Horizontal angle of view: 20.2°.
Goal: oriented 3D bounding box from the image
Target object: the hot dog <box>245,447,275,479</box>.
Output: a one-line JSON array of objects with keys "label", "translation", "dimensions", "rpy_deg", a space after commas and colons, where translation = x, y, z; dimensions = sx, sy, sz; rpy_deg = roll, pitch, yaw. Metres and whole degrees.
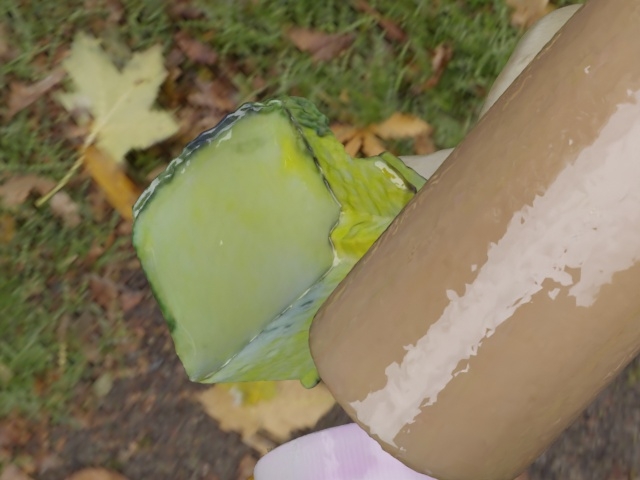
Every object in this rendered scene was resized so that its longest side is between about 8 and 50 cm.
[{"label": "hot dog", "translation": [0.017, 0.363, 1.832], "dimensions": [0.100, 0.135, 0.337], "rpy_deg": [-32, 80, 22]}]

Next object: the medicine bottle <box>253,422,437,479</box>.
[{"label": "medicine bottle", "translation": [0.064, 0.333, 1.521], "dimensions": [0.212, 0.212, 0.325], "rpy_deg": [-16, 65, 17]}]

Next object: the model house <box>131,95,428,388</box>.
[{"label": "model house", "translation": [0.000, 0.000, 1.400], "dimensions": [0.194, 0.211, 0.170], "rpy_deg": [-45, 58, 29]}]

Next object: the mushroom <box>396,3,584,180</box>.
[{"label": "mushroom", "translation": [0.198, -0.066, 1.611], "dimensions": [0.290, 0.292, 0.292], "rpy_deg": [-1, 109, 36]}]

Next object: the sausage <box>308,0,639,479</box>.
[{"label": "sausage", "translation": [0.115, -0.016, 0.776], "dimensions": [0.123, 0.123, 0.253], "rpy_deg": [38, 113, -2]}]
